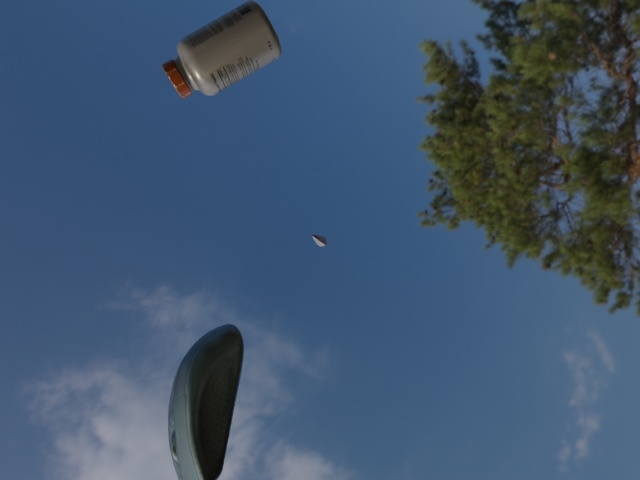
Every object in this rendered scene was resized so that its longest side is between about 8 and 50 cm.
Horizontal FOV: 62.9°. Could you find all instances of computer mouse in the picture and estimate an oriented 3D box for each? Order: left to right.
[{"bbox_3d":[-0.253,0.349,1.093,0.122,0.188,0.370,15,-118,-22],"label":"computer mouse"}]

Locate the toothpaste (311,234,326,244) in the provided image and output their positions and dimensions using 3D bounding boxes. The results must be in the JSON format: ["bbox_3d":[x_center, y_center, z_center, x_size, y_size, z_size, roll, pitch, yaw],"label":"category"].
[{"bbox_3d":[0.000,0.000,1.473,0.048,0.190,0.031,36,-90,3],"label":"toothpaste"}]

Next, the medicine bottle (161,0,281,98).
[{"bbox_3d":[-0.257,-0.477,1.346,0.289,0.157,0.156,-31,-84,-4],"label":"medicine bottle"}]
